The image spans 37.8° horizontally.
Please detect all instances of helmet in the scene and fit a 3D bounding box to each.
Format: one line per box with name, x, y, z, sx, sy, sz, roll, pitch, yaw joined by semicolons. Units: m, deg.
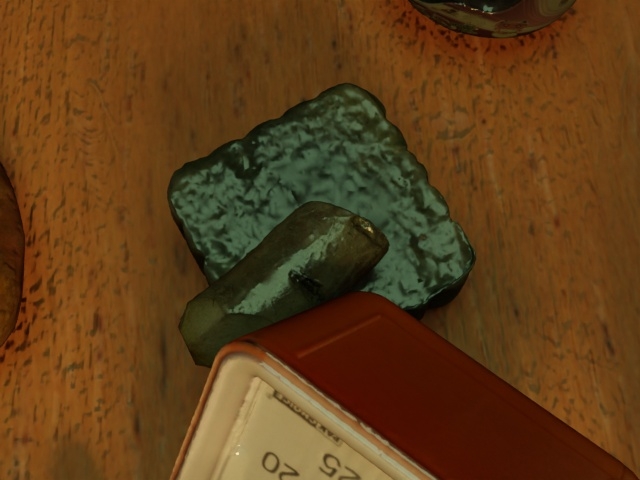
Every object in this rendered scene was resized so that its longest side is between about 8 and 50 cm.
helmet;0.153;-0.238;0.805;0.177;0.107;0.153;3;68;25

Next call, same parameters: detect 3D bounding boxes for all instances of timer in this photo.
timer;0.034;0.195;0.570;0.257;0.161;0.250;35;115;14

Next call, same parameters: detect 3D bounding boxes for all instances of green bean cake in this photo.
green bean cake;0.000;0.000;0.709;0.183;0.094;0.185;-29;69;-9

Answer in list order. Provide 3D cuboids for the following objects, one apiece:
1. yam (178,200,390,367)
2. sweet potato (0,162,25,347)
yam;-0.026;0.033;0.619;0.146;0.069;0.070;-42;71;-13
sweet potato;-0.287;-0.025;0.741;0.098;0.097;0.291;-17;57;-5
